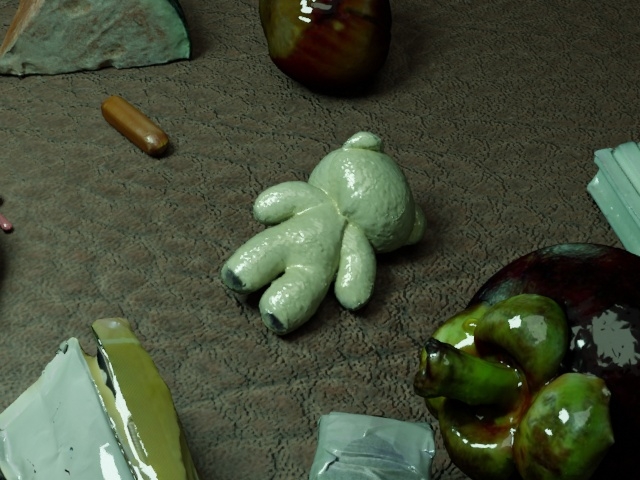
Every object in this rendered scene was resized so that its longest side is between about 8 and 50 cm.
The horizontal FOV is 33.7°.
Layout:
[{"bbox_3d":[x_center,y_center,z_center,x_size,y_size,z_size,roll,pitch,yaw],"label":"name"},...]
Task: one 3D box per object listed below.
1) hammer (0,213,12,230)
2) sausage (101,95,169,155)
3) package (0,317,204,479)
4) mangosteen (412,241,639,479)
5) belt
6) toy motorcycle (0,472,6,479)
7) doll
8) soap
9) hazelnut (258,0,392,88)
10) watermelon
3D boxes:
[{"bbox_3d":[-0.445,-0.040,1.432,0.083,0.031,0.052,40,60,22],"label":"hammer"},{"bbox_3d":[-0.270,-0.167,1.549,0.039,0.041,0.131,-30,54,-33],"label":"sausage"},{"bbox_3d":[-0.166,0.237,1.046,0.221,0.165,0.311,5,37,-41],"label":"package"},{"bbox_3d":[0.266,0.154,1.086,0.330,0.330,0.330,1,47,-1],"label":"mangosteen"},{"bbox_3d":[0.034,0.291,1.036,0.164,0.184,0.289,5,41,6],"label":"belt"},{"bbox_3d":[-0.345,0.303,1.065,0.150,0.102,0.221,17,41,-25],"label":"toy motorcycle"},{"bbox_3d":[-0.003,-0.003,1.371,0.278,0.175,0.149,-40,22,-23],"label":"doll"},{"bbox_3d":[0.482,-0.020,1.416,0.150,0.094,0.261,-14,50,-8],"label":"soap"},{"bbox_3d":[0.015,-0.338,1.630,0.229,0.229,0.229,1,47,-1],"label":"hazelnut"},{"bbox_3d":[-0.378,-0.395,1.624,0.292,0.250,0.283,-27,48,-28],"label":"watermelon"}]
